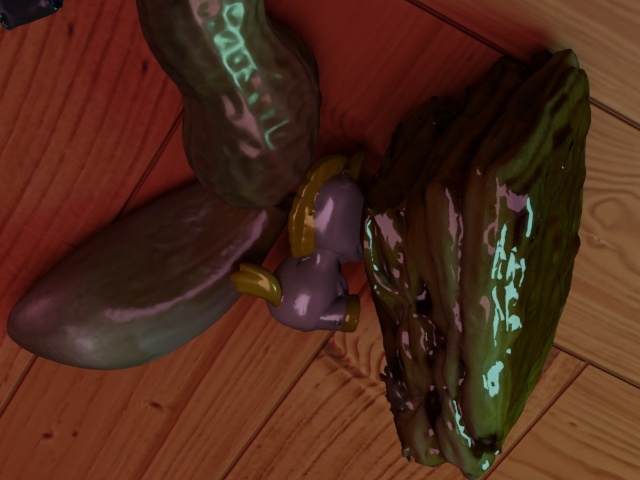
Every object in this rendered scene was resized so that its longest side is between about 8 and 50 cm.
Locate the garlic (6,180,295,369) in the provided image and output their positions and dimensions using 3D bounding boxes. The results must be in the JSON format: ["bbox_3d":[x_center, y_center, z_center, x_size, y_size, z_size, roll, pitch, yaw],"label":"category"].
[{"bbox_3d":[-0.159,0.042,1.382,0.318,0.112,0.143,-35,115,9],"label":"garlic"}]

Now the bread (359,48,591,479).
[{"bbox_3d":[0.131,0.009,1.274,0.167,0.277,0.325,14,126,19],"label":"bread"}]

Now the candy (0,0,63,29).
[{"bbox_3d":[-0.286,-0.319,1.134,0.061,0.088,0.312,-16,123,12],"label":"candy"}]

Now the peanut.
[{"bbox_3d":[-0.077,-0.164,1.223,0.136,0.120,0.298,-30,123,-19],"label":"peanut"}]

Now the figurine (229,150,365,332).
[{"bbox_3d":[0.007,0.000,1.329,0.129,0.109,0.178,23,101,-42],"label":"figurine"}]
